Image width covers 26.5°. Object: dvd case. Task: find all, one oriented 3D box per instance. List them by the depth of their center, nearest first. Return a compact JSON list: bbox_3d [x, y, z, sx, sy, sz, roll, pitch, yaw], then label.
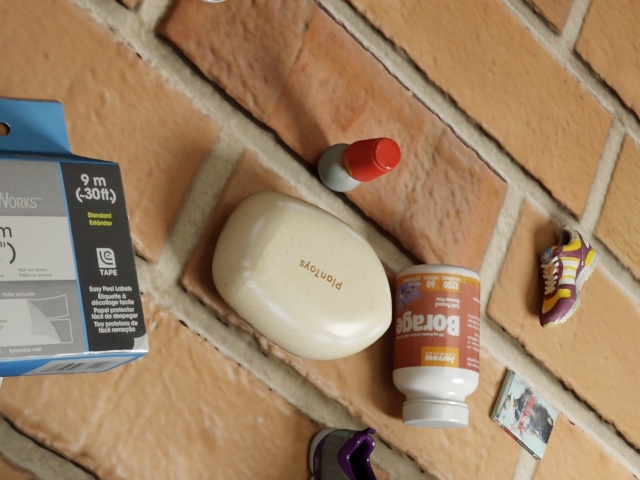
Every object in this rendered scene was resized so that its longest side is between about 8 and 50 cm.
[{"bbox_3d":[0.311,0.266,2.070,0.119,0.013,0.087,42,56,-25],"label":"dvd case"}]

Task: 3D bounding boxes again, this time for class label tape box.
[{"bbox_3d":[-0.338,-0.021,1.491,0.240,0.106,0.334,0,74,-41],"label":"label tape box"}]

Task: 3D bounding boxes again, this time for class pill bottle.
[{"bbox_3d":[0.162,0.149,1.896,0.121,0.121,0.216,14,71,-38],"label":"pill bottle"}]

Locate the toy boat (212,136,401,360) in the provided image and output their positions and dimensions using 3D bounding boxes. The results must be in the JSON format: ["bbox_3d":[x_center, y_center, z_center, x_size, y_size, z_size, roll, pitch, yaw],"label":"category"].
[{"bbox_3d":[0.000,0.000,1.794,0.267,0.148,0.318,37,66,-23],"label":"toy boat"}]

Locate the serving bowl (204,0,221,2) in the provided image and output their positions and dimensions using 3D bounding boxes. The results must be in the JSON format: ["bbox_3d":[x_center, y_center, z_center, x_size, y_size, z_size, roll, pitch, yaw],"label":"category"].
[{"bbox_3d":[-0.153,-0.352,1.801,0.083,0.027,0.083,11,73,-39],"label":"serving bowl"}]

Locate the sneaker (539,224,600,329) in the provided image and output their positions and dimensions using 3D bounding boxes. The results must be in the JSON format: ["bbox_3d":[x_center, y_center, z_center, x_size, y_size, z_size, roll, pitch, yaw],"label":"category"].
[{"bbox_3d":[0.372,0.058,2.140,0.084,0.069,0.185,44,49,-14],"label":"sneaker"}]

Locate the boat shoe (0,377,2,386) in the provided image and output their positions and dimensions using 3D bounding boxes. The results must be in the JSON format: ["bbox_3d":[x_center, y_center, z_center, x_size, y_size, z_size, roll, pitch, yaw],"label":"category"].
[{"bbox_3d":[-0.374,0.117,1.505,0.035,0.035,0.100,-3,81,-28],"label":"boat shoe"}]

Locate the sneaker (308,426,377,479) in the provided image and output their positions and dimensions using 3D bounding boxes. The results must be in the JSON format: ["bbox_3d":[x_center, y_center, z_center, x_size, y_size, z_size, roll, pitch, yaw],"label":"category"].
[{"bbox_3d":[0.032,0.351,1.755,0.083,0.098,0.224,7,75,-39],"label":"sneaker"}]
